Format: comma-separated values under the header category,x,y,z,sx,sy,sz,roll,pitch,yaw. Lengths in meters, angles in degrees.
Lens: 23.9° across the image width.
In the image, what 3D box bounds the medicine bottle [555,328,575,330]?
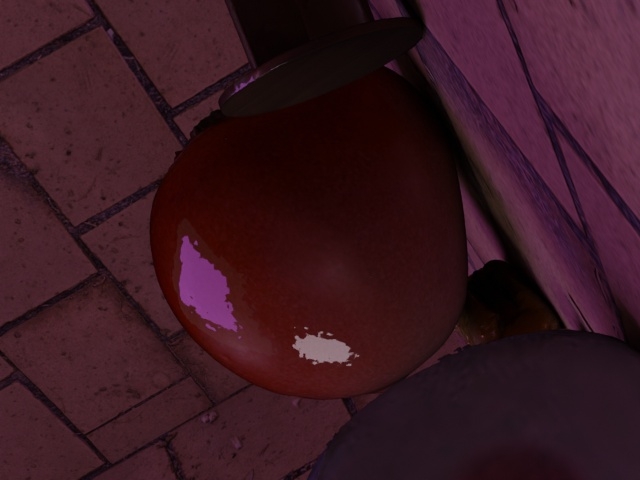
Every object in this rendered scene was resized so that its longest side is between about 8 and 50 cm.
category,x,y,z,sx,sy,sz,roll,pitch,yaw
medicine bottle,0.206,0.107,1.268,0.052,0.052,0.089,60,-179,19

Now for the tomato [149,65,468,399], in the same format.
category,x,y,z,sx,sy,sz,roll,pitch,yaw
tomato,0.000,0.000,1.415,0.321,0.321,0.321,60,-179,-1

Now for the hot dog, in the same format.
category,x,y,z,sx,sy,sz,roll,pitch,yaw
hot dog,0.169,0.067,1.467,0.073,0.084,0.242,63,180,-15

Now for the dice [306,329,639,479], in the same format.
category,x,y,z,sx,sy,sz,roll,pitch,yaw
dice,0.155,0.239,1.001,0.268,0.264,0.262,59,179,39

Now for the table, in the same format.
category,x,y,z,sx,sy,sz,roll,pitch,yaw
table,-0.039,-0.231,1.161,0.167,0.167,0.227,53,-165,-84

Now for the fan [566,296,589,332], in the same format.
category,x,y,z,sx,sy,sz,roll,pitch,yaw
fan,0.273,0.181,1.170,0.329,0.009,0.191,59,-179,13
